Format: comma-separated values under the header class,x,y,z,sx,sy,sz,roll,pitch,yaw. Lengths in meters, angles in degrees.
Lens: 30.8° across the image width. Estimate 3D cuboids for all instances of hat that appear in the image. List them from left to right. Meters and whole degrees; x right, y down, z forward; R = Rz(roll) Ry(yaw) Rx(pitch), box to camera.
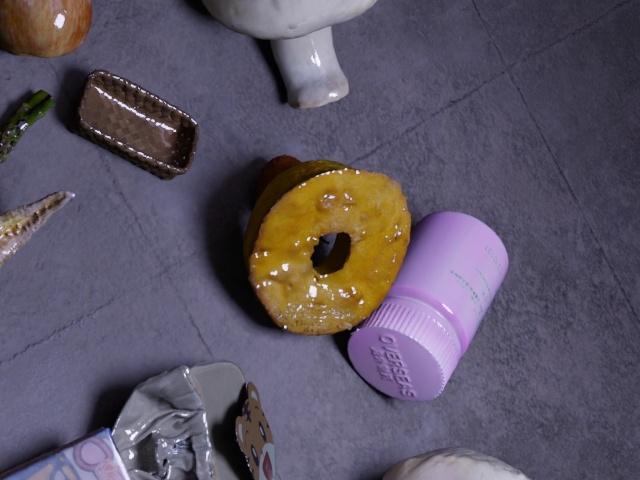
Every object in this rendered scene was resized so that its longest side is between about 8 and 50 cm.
class,x,y,z,sx,sy,sz,roll,pitch,yaw
hat,-0.182,0.279,1.593,0.245,0.149,0.214,23,55,-78

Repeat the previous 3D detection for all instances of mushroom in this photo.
class,x,y,z,sx,sy,sz,roll,pitch,yaw
mushroom,-0.040,-0.407,1.830,0.315,0.315,0.356,4,71,-40

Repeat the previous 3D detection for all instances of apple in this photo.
class,x,y,z,sx,sy,sz,roll,pitch,yaw
apple,-0.385,-0.313,1.588,0.146,0.146,0.130,6,90,-40

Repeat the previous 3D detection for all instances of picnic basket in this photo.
class,x,y,z,sx,sy,sz,roll,pitch,yaw
picnic basket,-0.271,-0.165,1.690,0.193,0.055,0.110,29,58,-31

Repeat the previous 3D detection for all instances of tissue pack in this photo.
class,x,y,z,sx,sy,sz,roll,pitch,yaw
tissue pack,-0.311,0.314,1.433,0.155,0.065,0.115,-24,92,-21

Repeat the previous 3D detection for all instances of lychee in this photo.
class,x,y,z,sx,sy,sz,roll,pitch,yaw
lychee,-0.039,-0.067,1.818,0.114,0.101,0.140,-16,62,-46

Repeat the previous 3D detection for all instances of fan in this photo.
class,x,y,z,sx,sy,sz,roll,pitch,yaw
fan,-0.076,0.325,1.664,0.152,0.008,0.226,-72,145,-69

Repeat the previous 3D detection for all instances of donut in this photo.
class,x,y,z,sx,sy,sz,roll,pitch,yaw
donut,-0.001,0.003,1.751,0.278,0.108,0.277,-14,120,-25

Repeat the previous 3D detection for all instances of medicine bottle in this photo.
class,x,y,z,sx,sy,sz,roll,pitch,yaw
medicine bottle,0.178,0.104,1.899,0.178,0.178,0.290,48,49,-17

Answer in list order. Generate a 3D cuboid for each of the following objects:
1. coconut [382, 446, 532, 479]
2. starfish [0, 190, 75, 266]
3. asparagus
class,x,y,z,sx,sy,sz,roll,pitch,yaw
coconut,0.196,0.472,1.696,0.329,0.329,0.328,17,63,-36
starfish,-0.423,0.063,1.360,0.383,0.132,0.398,87,15,-47
asparagus,-0.415,-0.146,1.572,0.036,0.030,0.165,52,46,-28
